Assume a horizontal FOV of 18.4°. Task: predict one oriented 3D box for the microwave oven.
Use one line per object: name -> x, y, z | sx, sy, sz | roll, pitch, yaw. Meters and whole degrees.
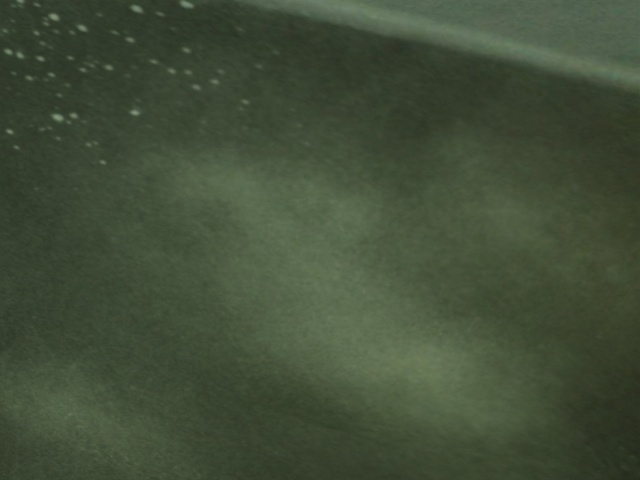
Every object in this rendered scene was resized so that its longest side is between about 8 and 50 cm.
microwave oven -> 0.000, 0.000, 0.738 | 0.432, 0.374, 0.236 | 100, -174, -48
